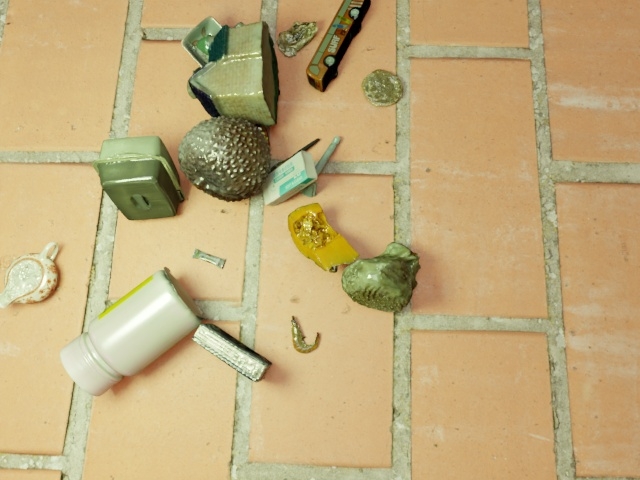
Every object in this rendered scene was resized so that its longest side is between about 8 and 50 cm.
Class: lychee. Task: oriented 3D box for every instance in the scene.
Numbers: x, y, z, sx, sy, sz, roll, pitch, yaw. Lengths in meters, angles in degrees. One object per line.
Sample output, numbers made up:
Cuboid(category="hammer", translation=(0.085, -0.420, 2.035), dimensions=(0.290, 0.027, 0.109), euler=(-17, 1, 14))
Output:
Cuboid(category="lychee", translation=(-0.304, -0.267, 1.590), dimensions=(0.299, 0.300, 0.300), euler=(0, 77, 0))

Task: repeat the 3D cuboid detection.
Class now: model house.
Cuboid(category="model house", translation=(-0.292, -0.547, 1.652), dimensions=(0.284, 0.243, 0.299), euler=(-2, 71, 4))

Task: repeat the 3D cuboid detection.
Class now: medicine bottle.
Cuboid(category="medicine bottle", translation=(-0.559, 0.275, 1.501), dimensions=(0.378, 0.213, 0.214), euler=(-38, 80, -9))

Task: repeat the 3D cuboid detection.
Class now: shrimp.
Cuboid(category="shrimp", translation=(-0.054, 0.295, 1.591), dimensions=(0.090, 0.025, 0.127), euler=(-21, 82, -5))

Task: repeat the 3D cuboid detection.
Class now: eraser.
Cuboid(category="eraser", translation=(-0.106, -0.198, 1.616), dimensions=(0.052, 0.225, 0.096), euler=(-2, 72, -45))

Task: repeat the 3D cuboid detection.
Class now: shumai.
Cuboid(category="shumai", translation=(0.184, 0.089, 1.539), dimensions=(0.225, 0.260, 0.222), euler=(-1, 69, 33))

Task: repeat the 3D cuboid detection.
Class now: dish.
Cuboid(category="dish", translation=(-0.361, -0.645, 1.751), dimensions=(0.154, 0.064, 0.234), euler=(-47, 107, -11))

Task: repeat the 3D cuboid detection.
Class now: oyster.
Cuboid(category="oyster", translation=(-0.087, -0.752, 1.816), dimensions=(0.165, 0.053, 0.108), euler=(-37, 69, 0))

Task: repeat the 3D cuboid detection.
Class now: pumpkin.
Cuboid(category="pumpkin", translation=(0.002, 0.005, 1.599), dimensions=(0.130, 0.126, 0.248), euler=(-25, 68, -21))

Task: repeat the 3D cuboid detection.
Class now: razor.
Cuboid(category="razor", translation=(0.007, -0.264, 1.694), dimensions=(0.068, 0.106, 0.232), euler=(29, 70, 6))

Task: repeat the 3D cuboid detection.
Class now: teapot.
Cuboid(category="teapot", translation=(-0.919, 0.111, 1.596), dimensions=(0.159, 0.116, 0.246), euler=(22, 81, 18))

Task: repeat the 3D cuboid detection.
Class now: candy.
Cuboid(category="candy", translation=(-0.206, -0.366, 1.730), dimensions=(0.053, 0.046, 0.182), euler=(-9, 79, -8))

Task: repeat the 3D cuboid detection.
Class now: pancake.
Cuboid(category="pancake", translation=(0.222, -0.547, 1.780), dimensions=(0.151, 0.025, 0.152), euler=(0, 78, 1))

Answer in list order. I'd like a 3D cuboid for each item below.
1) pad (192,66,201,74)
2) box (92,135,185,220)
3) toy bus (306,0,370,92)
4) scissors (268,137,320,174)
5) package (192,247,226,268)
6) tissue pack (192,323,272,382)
Cuboid(category="pad", translation=(-0.328, -0.573, 1.792), dimensions=(0.174, 0.022, 0.233), euler=(-43, 82, -10))
Cuboid(category="box", translation=(-0.563, -0.191, 1.572), dimensions=(0.220, 0.291, 0.166), euler=(-6, 65, -2))
Cuboid(category="toy bus", translation=(0.069, -0.724, 1.788), dimensions=(0.092, 0.093, 0.409), euler=(23, 77, 13))
Cuboid(category="scissors", translation=(-0.087, -0.292, 1.708), dimensions=(0.220, 0.088, 0.017), euler=(-38, 90, -19))
Cuboid(category="package", translation=(-0.371, 0.060, 1.651), dimensions=(0.110, 0.015, 0.037), euler=(20, 73, 3))
Cuboid(category="tissue pack", translation=(-0.263, 0.338, 1.507), dimensions=(0.235, 0.173, 0.073), euler=(31, 80, 8))
